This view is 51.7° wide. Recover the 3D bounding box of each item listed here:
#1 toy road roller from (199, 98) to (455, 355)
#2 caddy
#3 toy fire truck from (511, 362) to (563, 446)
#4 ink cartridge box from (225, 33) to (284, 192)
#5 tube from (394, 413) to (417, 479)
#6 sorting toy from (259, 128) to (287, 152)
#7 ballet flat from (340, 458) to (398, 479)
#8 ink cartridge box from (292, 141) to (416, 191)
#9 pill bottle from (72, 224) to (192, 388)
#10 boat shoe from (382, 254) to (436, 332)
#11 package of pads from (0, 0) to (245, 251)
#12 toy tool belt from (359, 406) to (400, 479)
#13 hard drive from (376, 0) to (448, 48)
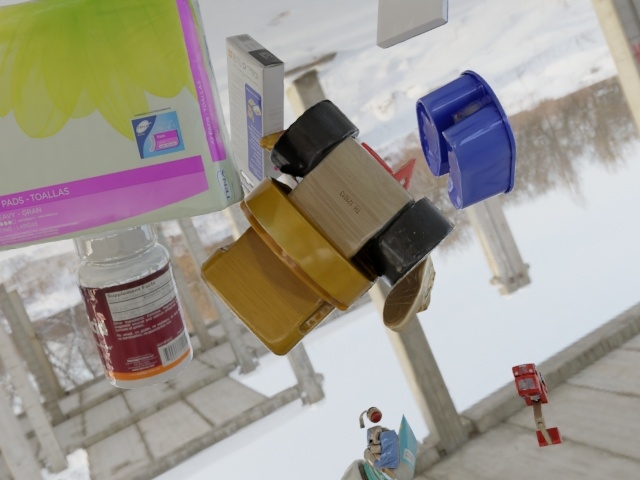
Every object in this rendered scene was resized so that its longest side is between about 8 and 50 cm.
[{"bbox_3d":[0.000,0.000,0.796,0.240,0.202,0.329,-44,174,5],"label":"toy road roller"},{"bbox_3d":[0.350,-0.229,1.519,0.179,0.241,0.341,-26,149,-1],"label":"caddy"},{"bbox_3d":[0.441,0.337,1.344,0.047,0.135,0.192,-17,147,21],"label":"toy fire truck"},{"bbox_3d":[-0.153,-0.275,1.552,0.069,0.371,0.176,-19,-135,-27],"label":"ink cartridge box"},{"bbox_3d":[0.196,0.475,1.507,0.052,0.080,0.207,-18,-174,16],"label":"tube"},{"bbox_3d":[-0.083,-0.098,1.471,0.126,0.365,0.127,4,-151,-7],"label":"sorting toy"},{"bbox_3d":[0.150,0.530,1.246,0.139,0.400,0.139,-29,-140,27],"label":"ballet flat"},{"bbox_3d":[0.037,-0.062,1.053,0.231,0.078,0.134,-35,159,-17],"label":"ink cartridge box"},{"bbox_3d":[-0.459,0.138,1.607,0.224,0.392,0.224,-8,-160,3],"label":"pill bottle"},{"bbox_3d":[0.149,0.086,1.045,0.063,0.059,0.170,-13,-146,39],"label":"boat shoe"},{"bbox_3d":[-0.244,-0.119,0.647,0.296,0.229,0.101,-11,-170,10],"label":"package of pads"},{"bbox_3d":[0.081,0.260,0.848,0.052,0.083,0.051,-9,-175,-17],"label":"toy tool belt"},{"bbox_3d":[0.240,-0.680,1.717,0.040,0.318,0.210,15,163,-42],"label":"hard drive"}]
